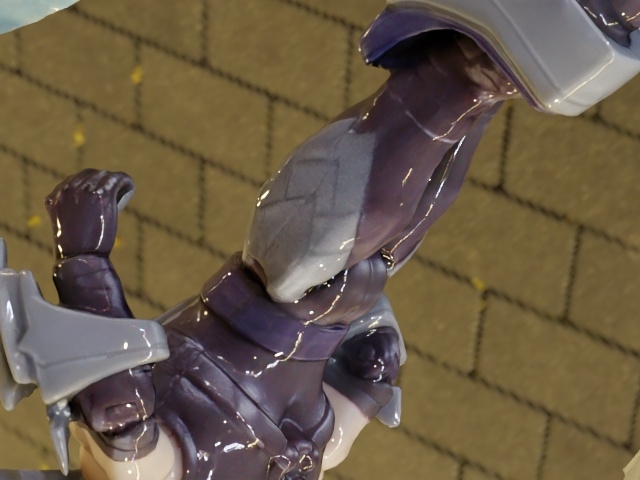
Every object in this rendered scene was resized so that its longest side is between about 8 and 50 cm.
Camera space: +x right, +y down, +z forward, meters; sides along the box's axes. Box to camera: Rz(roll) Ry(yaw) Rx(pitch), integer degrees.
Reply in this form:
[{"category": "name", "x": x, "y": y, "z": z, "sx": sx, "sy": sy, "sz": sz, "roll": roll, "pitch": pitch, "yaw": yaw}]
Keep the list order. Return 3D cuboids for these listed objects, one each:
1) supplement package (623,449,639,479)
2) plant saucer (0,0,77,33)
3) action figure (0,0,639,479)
[{"category": "supplement package", "x": 0.219, "y": 0.106, "z": 0.712, "sx": 0.149, "sy": 0.194, "sz": 0.203, "roll": 36, "pitch": 117, "yaw": 2}, {"category": "plant saucer", "x": -0.096, "y": -0.145, "z": 0.470, "sx": 0.195, "sy": 0.195, "sz": 0.037, "roll": 25, "pitch": 174, "yaw": 28}, {"category": "action figure", "x": 0.000, "y": 0.000, "z": 0.516, "sx": 0.099, "sy": 0.185, "sz": 0.285, "roll": 41, "pitch": 105, "yaw": 13}]
